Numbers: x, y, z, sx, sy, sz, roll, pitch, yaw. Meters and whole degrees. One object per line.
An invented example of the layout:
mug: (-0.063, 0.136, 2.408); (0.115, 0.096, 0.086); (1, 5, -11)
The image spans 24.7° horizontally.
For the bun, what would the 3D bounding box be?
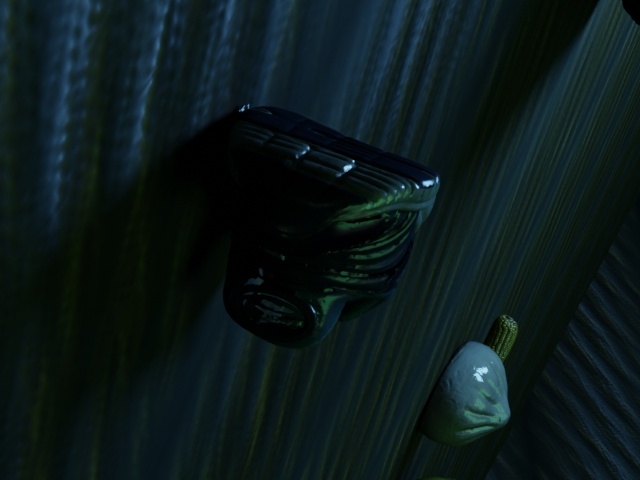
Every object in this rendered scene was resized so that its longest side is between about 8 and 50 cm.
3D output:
bun: (0.189, 0.197, 1.794); (0.138, 0.094, 0.138); (-54, 161, -28)

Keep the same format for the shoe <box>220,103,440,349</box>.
shoe: (0.000, 0.000, 0.676); (0.207, 0.091, 0.106); (38, 74, -80)

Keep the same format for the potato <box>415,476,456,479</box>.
potato: (0.145, 0.399, 1.898); (0.186, 0.148, 0.253); (-63, 168, 13)

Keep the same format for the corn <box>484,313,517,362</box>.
corn: (0.245, 0.148, 2.033); (0.092, 0.037, 0.037); (-62, 167, 8)

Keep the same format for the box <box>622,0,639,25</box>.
box: (0.446, -0.305, 1.309); (0.091, 0.350, 0.359); (1, 120, -37)
